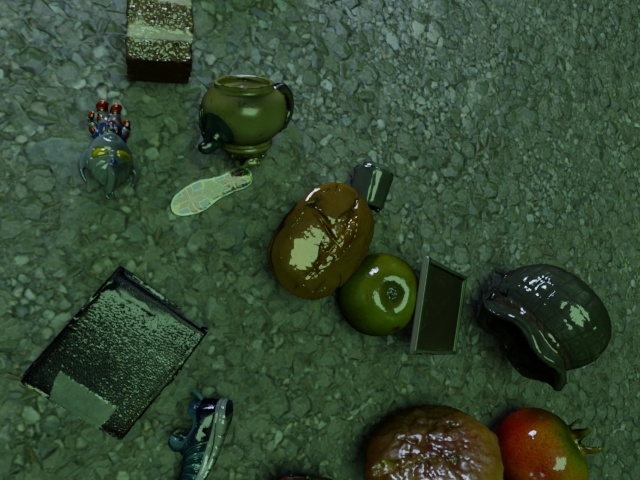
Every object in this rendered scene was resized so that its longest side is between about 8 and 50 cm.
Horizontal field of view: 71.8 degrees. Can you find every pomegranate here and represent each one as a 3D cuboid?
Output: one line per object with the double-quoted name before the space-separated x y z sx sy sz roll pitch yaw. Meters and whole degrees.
"pomegranate" 0.570 0.534 1.111 0.256 0.221 0.221 -35 103 24

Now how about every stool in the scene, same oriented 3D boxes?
"stool" 0.119 -0.127 1.054 0.096 0.096 0.111 16 84 -20

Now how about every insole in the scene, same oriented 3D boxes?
"insole" -0.233 -0.108 0.955 0.193 0.006 0.065 -28 97 -21

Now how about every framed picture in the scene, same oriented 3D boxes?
"framed picture" 0.290 0.167 1.061 0.289 0.016 0.214 20 78 -54

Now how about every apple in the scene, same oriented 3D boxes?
"apple" 0.138 0.125 1.012 0.196 0.157 0.197 2 80 -15

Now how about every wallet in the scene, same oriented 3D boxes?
"wallet" -0.383 0.214 0.847 0.221 0.071 0.262 42 76 -20

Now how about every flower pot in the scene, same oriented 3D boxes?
"flower pot" 0.555 0.207 1.123 0.213 0.302 0.302 -37 101 -7

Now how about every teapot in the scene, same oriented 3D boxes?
"teapot" -0.149 -0.246 0.932 0.269 0.173 0.183 -33 137 -45

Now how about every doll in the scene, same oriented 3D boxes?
"doll" -0.409 -0.173 0.859 0.104 0.062 0.195 12 71 -59

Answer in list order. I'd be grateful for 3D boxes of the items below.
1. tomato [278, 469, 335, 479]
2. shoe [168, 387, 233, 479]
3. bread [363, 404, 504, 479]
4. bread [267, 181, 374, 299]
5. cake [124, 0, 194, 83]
"tomato" -0.039 0.562 0.909 0.167 0.167 0.168 2 86 -22
"shoe" -0.249 0.406 0.880 0.105 0.091 0.208 16 84 2
"bread" 0.243 0.503 0.960 0.311 0.312 0.173 -20 112 -22
"bread" 0.000 0.000 0.972 0.195 0.142 0.270 43 74 -14
"cake" -0.321 -0.401 0.869 0.134 0.135 0.148 -7 94 -23
